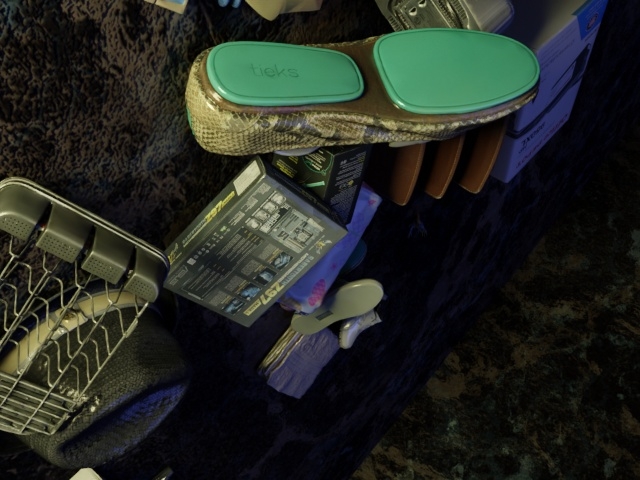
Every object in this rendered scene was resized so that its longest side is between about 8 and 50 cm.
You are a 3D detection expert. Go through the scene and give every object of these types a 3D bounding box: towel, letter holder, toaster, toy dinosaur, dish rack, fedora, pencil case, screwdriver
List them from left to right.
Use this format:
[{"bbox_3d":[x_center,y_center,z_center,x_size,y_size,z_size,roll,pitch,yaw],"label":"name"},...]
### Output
[{"bbox_3d":[-0.321,0.091,0.720,0.208,0.074,0.271,32,104,-25],"label":"dish rack"},{"bbox_3d":[-0.299,0.204,0.897,0.334,0.152,0.334,-39,150,-27],"label":"fedora"},{"bbox_3d":[-0.369,0.526,1.315,0.170,0.024,0.025,-40,180,-22],"label":"screwdriver"},{"bbox_3d":[-0.040,0.276,1.525,0.187,0.049,0.282,-51,154,-5],"label":"towel"},{"bbox_3d":[0.000,0.000,1.191,0.124,0.113,0.273,24,102,-46],"label":"pencil case"},{"bbox_3d":[0.256,-0.041,1.647,0.082,0.047,0.090,-39,145,-66],"label":"toy dinosaur"},{"bbox_3d":[0.207,-0.204,1.171,0.152,0.214,0.302,-37,149,-31],"label":"letter holder"},{"bbox_3d":[0.201,-0.358,0.993,0.146,0.227,0.129,-42,-173,-34],"label":"toaster"}]

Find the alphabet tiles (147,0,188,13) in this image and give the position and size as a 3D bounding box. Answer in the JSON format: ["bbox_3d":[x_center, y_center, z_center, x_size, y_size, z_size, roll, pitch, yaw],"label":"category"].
[{"bbox_3d":[-0.161,-0.353,0.603,0.198,0.009,0.237,2,121,-53],"label":"alphabet tiles"}]

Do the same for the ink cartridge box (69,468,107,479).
[{"bbox_3d":[-0.413,0.513,1.147,0.158,0.092,0.218,-43,150,-22],"label":"ink cartridge box"}]

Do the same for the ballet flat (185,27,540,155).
[{"bbox_3d":[0.055,-0.190,0.886,0.482,0.164,0.182,-8,157,-18],"label":"ballet flat"}]

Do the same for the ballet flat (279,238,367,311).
[{"bbox_3d":[0.000,0.069,1.333,0.221,0.077,0.079,-38,168,-20],"label":"ballet flat"}]

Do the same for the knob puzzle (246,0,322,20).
[{"bbox_3d":[-0.045,-0.352,0.740,0.213,0.030,0.213,-42,154,-26],"label":"knob puzzle"}]

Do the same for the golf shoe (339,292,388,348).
[{"bbox_3d":[0.106,0.196,1.597,0.069,0.086,0.176,12,101,-66],"label":"golf shoe"}]

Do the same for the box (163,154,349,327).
[{"bbox_3d":[-0.101,0.010,0.960,0.232,0.059,0.183,-44,130,16],"label":"box"}]

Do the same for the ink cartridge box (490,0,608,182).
[{"bbox_3d":[0.459,-0.368,1.443,0.285,0.166,0.395,-42,152,-22],"label":"ink cartridge box"}]

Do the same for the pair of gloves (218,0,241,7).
[{"bbox_3d":[-0.065,-0.363,0.751,0.198,0.023,0.159,-39,150,-29],"label":"pair of gloves"}]

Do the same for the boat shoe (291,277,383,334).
[{"bbox_3d":[0.032,0.120,1.342,0.227,0.081,0.079,-28,122,29],"label":"boat shoe"}]

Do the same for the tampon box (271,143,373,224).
[{"bbox_3d":[-0.005,-0.106,1.044,0.101,0.120,0.161,-25,142,-42],"label":"tampon box"}]
